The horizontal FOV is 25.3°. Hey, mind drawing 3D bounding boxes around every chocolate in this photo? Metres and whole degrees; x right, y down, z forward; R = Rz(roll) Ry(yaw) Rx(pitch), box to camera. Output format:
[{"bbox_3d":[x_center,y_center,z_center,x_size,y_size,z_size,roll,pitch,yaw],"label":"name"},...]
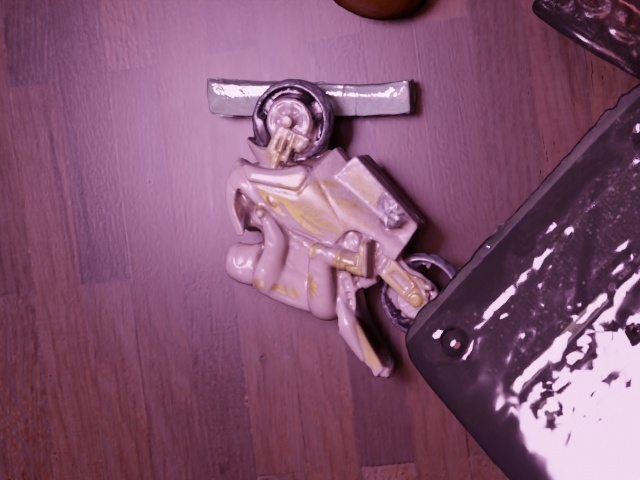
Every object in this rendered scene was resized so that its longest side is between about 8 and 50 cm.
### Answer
[{"bbox_3d":[0.066,-0.312,1.614,0.133,0.127,0.124,21,124,-2],"label":"chocolate"}]

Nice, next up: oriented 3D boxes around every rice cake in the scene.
[{"bbox_3d":[-0.013,-0.165,1.647,0.245,0.042,0.045,2,102,10],"label":"rice cake"}]

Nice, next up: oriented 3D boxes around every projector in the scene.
[{"bbox_3d":[0.348,0.109,1.413,0.395,0.242,0.405,-48,57,10],"label":"projector"}]

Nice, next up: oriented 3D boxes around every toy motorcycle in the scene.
[{"bbox_3d":[0.000,0.000,1.612,0.223,0.108,0.341,-41,84,15],"label":"toy motorcycle"}]

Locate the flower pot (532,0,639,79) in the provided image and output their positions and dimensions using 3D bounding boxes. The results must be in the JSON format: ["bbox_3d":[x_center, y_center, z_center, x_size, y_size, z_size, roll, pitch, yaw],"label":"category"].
[{"bbox_3d":[0.366,-0.306,1.477,0.266,0.266,0.267,31,105,10],"label":"flower pot"}]
